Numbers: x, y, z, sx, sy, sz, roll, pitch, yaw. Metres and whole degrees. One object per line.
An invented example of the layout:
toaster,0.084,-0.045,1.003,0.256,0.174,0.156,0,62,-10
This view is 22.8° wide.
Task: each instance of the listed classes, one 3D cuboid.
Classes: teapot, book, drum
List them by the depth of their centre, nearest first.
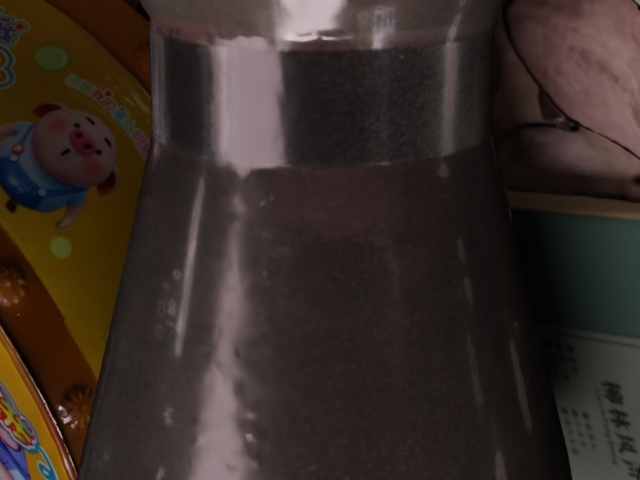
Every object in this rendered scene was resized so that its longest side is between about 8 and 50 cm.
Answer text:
teapot,0.000,0.000,0.806,0.300,0.253,0.344,-122,31,-71
book,0.159,0.096,0.870,0.379,0.031,0.264,9,122,49
drum,-0.212,0.027,1.099,0.431,0.214,0.431,34,144,30

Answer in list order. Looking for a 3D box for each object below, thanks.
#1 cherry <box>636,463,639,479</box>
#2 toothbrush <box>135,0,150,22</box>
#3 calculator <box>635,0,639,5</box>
cherry,0.243,0.107,0.578,0.307,0.261,0.221,99,164,-70
toothbrush,-0.093,-0.163,0.994,0.297,0.030,0.030,-28,85,57
calculator,0.222,-0.089,0.634,0.246,0.045,0.141,48,145,14
